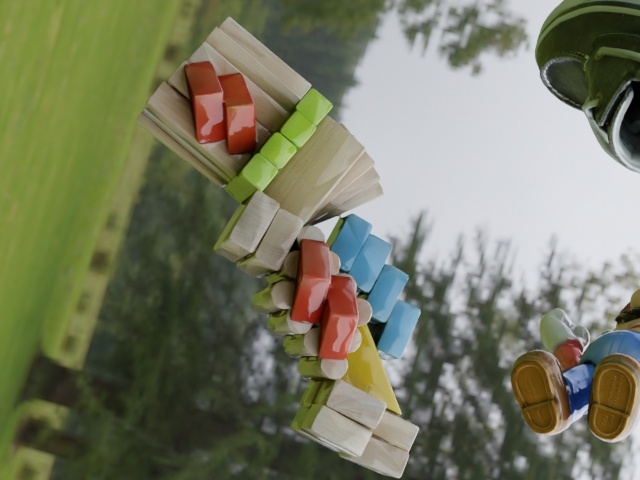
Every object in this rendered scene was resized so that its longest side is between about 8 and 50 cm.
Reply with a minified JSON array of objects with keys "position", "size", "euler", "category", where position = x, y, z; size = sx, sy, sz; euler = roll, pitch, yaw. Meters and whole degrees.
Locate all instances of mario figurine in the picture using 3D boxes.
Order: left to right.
[{"position":[0.312,0.105,1.455],"size":[0.321,0.198,0.170],"euler":[-10,134,-59],"category":"mario figurine"}]

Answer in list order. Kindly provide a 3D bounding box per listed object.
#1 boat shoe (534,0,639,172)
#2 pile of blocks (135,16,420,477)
[{"position":[0.232,-0.105,0.965],"size":[0.119,0.121,0.335],"euler":[-50,-159,-10],"category":"boat shoe"},{"position":[0.000,0.000,1.025],"size":[0.362,0.149,0.112],"euler":[64,-13,0],"category":"pile of blocks"}]
